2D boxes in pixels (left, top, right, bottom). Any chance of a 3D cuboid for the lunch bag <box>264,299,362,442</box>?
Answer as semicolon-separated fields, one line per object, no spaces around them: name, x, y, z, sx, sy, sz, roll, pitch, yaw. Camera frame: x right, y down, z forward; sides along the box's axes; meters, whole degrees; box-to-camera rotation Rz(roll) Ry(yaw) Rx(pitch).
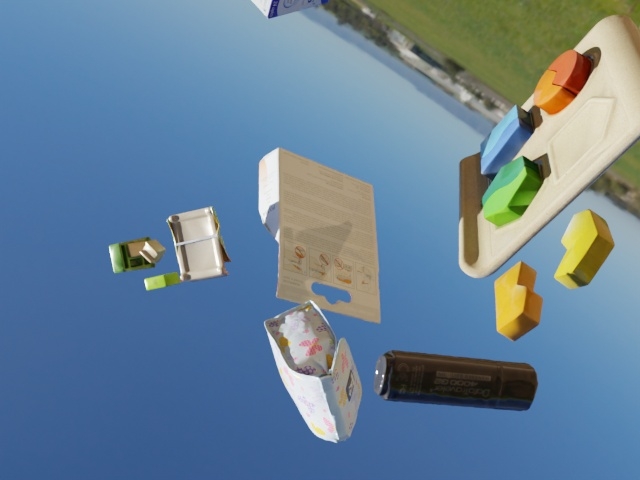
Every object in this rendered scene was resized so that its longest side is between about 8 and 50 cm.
lunch bag;-0.001;0.097;0.516;0.083;0.053;0.071;-125;15;-56

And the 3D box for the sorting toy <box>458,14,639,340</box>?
sorting toy;0.204;-0.067;0.634;0.041;0.229;0.307;33;-143;-15

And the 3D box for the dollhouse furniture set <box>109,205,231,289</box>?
dollhouse furniture set;-0.157;0.011;0.787;0.058;0.151;0.076;-14;-87;-65

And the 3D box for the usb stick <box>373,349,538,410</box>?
usb stick;0.210;0.213;1.068;0.278;0.077;0.045;9;-178;-23

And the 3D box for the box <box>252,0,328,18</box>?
box;-0.040;-0.447;1.153;0.137;0.126;0.072;-28;-111;-31

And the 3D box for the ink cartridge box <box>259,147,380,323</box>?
ink cartridge box;0.000;0.000;0.790;0.145;0.045;0.179;18;-119;-35
